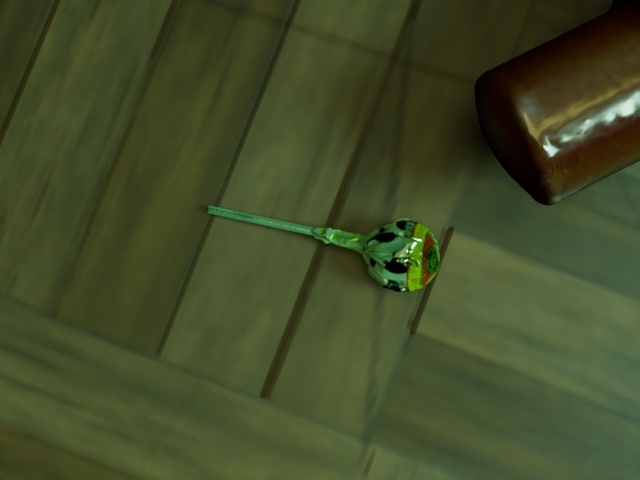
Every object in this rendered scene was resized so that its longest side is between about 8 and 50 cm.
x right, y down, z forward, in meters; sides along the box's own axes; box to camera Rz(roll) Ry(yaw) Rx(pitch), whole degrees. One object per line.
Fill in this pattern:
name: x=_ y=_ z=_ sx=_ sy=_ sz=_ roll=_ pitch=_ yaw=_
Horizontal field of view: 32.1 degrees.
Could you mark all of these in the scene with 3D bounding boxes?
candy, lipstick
candy: x=0.000 y=0.000 z=0.383 sx=0.083 sy=0.023 sz=0.025 roll=10 pitch=125 yaw=8
lipstick: x=0.189 y=-0.094 z=0.361 sx=0.299 sy=0.081 sz=0.081 roll=-28 pitch=86 yaw=-4
